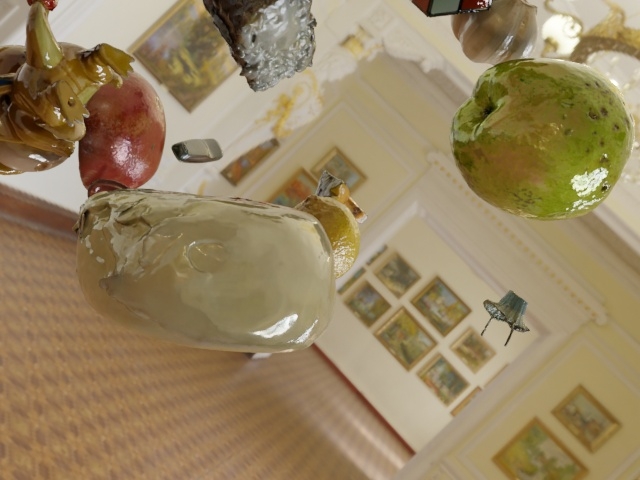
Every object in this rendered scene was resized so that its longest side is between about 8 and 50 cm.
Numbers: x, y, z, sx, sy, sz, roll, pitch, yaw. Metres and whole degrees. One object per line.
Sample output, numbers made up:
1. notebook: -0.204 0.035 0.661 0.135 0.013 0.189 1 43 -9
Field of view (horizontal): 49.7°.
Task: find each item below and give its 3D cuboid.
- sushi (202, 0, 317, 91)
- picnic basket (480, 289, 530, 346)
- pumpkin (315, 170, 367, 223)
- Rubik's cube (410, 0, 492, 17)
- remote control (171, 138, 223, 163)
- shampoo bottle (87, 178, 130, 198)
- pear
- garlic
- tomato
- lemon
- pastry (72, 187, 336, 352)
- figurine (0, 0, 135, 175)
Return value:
1. sushi: -0.123 -0.427 1.332 0.182 0.196 0.343 45 -7 14
2. picnic basket: 0.279 0.119 1.043 0.083 0.083 0.065 36 -2 -24
3. pumpkin: 0.020 -0.107 1.929 0.149 0.130 0.254 43 1 26
4. Rubik's cube: 0.293 -0.632 1.572 0.180 0.184 0.167 101 -31 -43
5. remote control: -0.351 -0.259 1.993 0.072 0.042 0.222 63 25 2
6. shampoo bottle: -0.402 -0.077 1.354 0.102 0.064 0.260 28 -6 -15
7. pear: 0.474 -0.224 1.535 0.391 0.391 0.391 46 -1 1
8. garlic: 0.412 -0.542 1.728 0.281 0.185 0.203 48 -34 8
9. tomato: -0.487 -0.262 1.779 0.144 0.338 0.338 15 -6 9
10. lemon: 0.000 0.000 1.672 0.188 0.188 0.256 46 -31 50
11. pastry: -0.108 0.022 0.663 0.265 0.133 0.265 7 4 -1
12. figurine: -0.542 -0.308 1.326 0.387 0.400 0.268 -7 -31 44
